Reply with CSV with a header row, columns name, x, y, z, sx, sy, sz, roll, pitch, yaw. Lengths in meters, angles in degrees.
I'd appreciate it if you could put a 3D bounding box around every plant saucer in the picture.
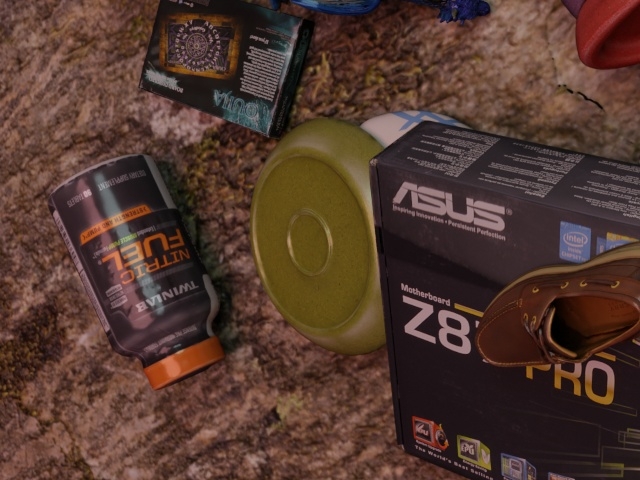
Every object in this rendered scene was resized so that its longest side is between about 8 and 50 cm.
name,x,y,z,sx,sy,sz,roll,pitch,yaw
plant saucer,0.000,0.000,0.961,0.241,0.037,0.240,14,109,46

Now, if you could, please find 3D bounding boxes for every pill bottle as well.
name,x,y,z,sx,sy,sz,roll,pitch,yaw
pill bottle,-0.194,0.039,1.075,0.130,0.130,0.245,-30,83,32

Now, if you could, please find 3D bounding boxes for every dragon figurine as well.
name,x,y,z,sx,sy,sz,roll,pitch,yaw
dragon figurine,0.008,-0.241,0.856,0.144,0.289,0.085,-149,62,-66

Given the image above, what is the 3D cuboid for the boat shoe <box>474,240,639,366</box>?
name,x,y,z,sx,sy,sz,roll,pitch,yaw
boat shoe,0.165,0.053,0.670,0.064,0.060,0.178,55,141,-4

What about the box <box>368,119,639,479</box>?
name,x,y,z,sx,sy,sz,roll,pitch,yaw
box,0.234,0.095,0.760,0.395,0.097,0.318,18,129,33

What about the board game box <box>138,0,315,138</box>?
name,x,y,z,sx,sy,sz,roll,pitch,yaw
board game box,-0.104,-0.194,1.029,0.186,0.026,0.126,24,103,28

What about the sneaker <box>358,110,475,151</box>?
name,x,y,z,sx,sy,sz,roll,pitch,yaw
sneaker,0.124,-0.058,0.884,0.237,0.086,0.085,26,113,27

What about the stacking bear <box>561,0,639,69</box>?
name,x,y,z,sx,sy,sz,roll,pitch,yaw
stacking bear,0.219,-0.295,0.745,0.164,0.175,0.289,-34,71,47
